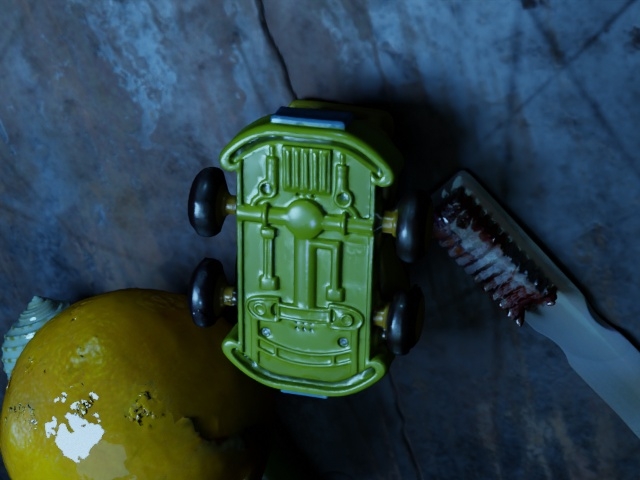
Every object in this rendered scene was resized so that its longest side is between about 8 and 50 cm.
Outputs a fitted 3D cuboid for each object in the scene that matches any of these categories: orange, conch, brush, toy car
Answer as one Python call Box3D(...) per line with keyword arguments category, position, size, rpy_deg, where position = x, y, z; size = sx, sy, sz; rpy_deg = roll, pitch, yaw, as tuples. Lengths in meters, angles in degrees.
Box3D(category="orange", position=(-0.163, 0.164, 1.140), size=(0.246, 0.246, 0.246), rpy_deg=(11, 124, 17))
Box3D(category="conch", position=(-0.246, 0.115, 1.274), size=(0.135, 0.102, 0.153), rpy_deg=(-21, 136, 1))
Box3D(category="brush", position=(0.209, 0.073, 1.089), size=(0.321, 0.050, 0.060), rpy_deg=(45, 123, -9))
Box3D(category="toy car", position=(0.000, 0.000, 1.070), size=(0.200, 0.142, 0.248), rpy_deg=(10, 115, 12))

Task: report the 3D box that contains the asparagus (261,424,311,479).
Box3D(category="asparagus", position=(-0.019, 0.280, 1.305), size=(0.060, 0.067, 0.278), rpy_deg=(-31, 110, 10))
